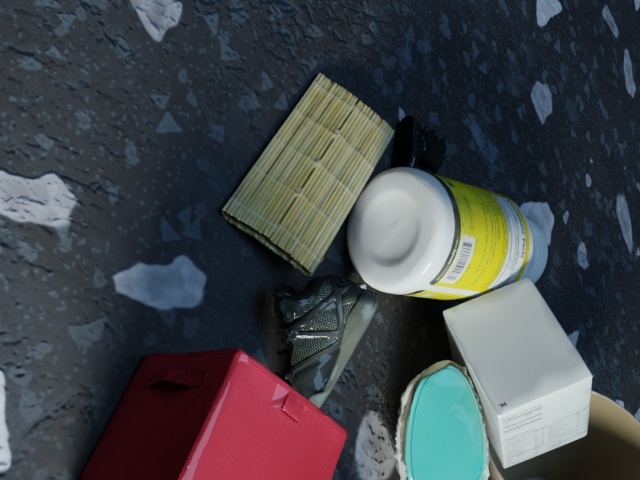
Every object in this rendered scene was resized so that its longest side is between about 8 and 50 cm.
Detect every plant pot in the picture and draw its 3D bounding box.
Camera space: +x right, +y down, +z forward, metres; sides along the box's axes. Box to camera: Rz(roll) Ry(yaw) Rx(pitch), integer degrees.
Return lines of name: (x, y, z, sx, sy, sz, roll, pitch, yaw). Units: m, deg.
plant pot: (0.403, 0.410, 1.342, 0.284, 0.284, 0.191, -41, 147, -43)

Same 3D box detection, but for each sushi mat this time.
sushi mat: (-0.007, -0.104, 1.138, 0.151, 0.019, 0.316, 37, 54, -8)

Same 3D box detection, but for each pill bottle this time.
pill bottle: (0.214, 0.003, 1.257, 0.334, 0.188, 0.187, 11, 74, -45)

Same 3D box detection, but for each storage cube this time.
storage cube: (-0.117, 0.250, 0.863, 0.215, 0.184, 0.193, 45, 53, -31)

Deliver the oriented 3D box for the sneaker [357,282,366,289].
sneaker: (0.029, 0.108, 1.147, 0.118, 0.042, 0.067, -25, 96, -38)

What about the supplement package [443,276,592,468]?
supplement package: (0.303, 0.205, 1.226, 0.203, 0.149, 0.194, 69, -2, -52)

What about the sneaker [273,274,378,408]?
sneaker: (-0.028, 0.145, 1.057, 0.130, 0.087, 0.227, 28, 85, -1)

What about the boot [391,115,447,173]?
boot: (0.169, -0.144, 1.347, 0.099, 0.045, 0.121, 31, 59, -41)

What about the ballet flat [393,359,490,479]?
ballet flat: (0.180, 0.383, 1.191, 0.147, 0.147, 0.408, -6, 88, -47)

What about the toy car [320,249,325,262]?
toy car: (0.000, 0.000, 1.134, 0.122, 0.060, 0.040, -43, 154, -36)
